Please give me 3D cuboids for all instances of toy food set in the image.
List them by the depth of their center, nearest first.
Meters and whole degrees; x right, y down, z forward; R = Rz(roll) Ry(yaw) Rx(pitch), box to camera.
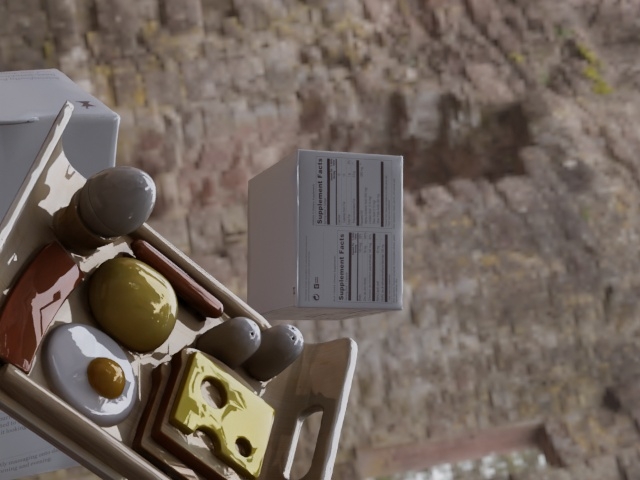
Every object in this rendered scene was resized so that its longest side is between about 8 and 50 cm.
[{"bbox_3d":[-0.102,0.065,0.962,0.092,0.306,0.220,-34,-153,34],"label":"toy food set"}]

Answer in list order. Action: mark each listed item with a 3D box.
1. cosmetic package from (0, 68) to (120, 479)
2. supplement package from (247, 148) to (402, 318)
[{"bbox_3d":[-0.331,0.039,1.312,0.156,0.217,0.385,34,-58,49],"label":"cosmetic package"},{"bbox_3d":[0.000,0.000,1.830,0.262,0.145,0.204,160,-69,-71],"label":"supplement package"}]
